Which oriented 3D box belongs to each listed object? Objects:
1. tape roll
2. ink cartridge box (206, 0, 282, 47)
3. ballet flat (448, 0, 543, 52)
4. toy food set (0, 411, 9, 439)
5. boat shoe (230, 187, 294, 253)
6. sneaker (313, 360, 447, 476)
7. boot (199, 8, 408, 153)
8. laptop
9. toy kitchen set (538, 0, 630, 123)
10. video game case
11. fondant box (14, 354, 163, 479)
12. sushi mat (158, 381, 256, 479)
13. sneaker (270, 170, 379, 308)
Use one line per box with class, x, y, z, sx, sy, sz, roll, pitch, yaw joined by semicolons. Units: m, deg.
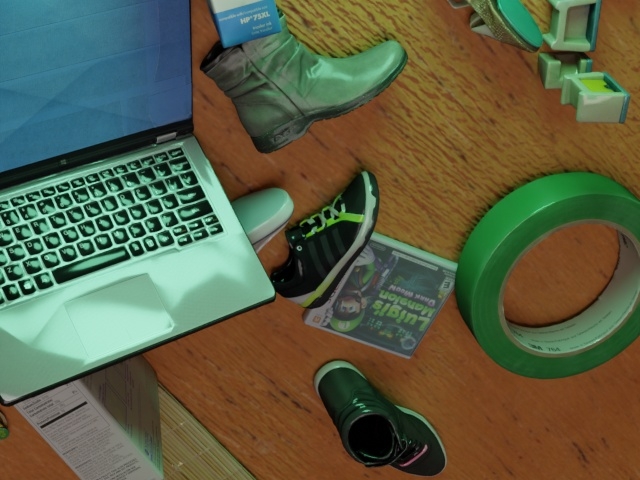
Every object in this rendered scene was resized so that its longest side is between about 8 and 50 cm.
tape roll;0.364;0.056;1.766;0.321;0.077;0.321;-7;120;-13
ink cartridge box;-0.117;-0.364;1.401;0.078;0.134;0.231;-16;121;-4
ballet flat;0.211;-0.315;1.551;0.067;0.073;0.206;-25;123;35
toy food set;-0.505;0.276;1.745;0.082;0.020;0.083;-34;120;8
boat shoe;-0.134;0.020;1.650;0.258;0.095;0.084;-30;125;18
sneaker;0.108;0.317;1.830;0.104;0.147;0.296;-41;120;10
boot;-0.021;-0.233;1.532;0.246;0.083;0.161;-29;115;3
laptop;-0.262;-0.084;1.390;0.382;0.408;0.236;-21;165;-30
toy kitchen set;0.377;-0.279;1.538;0.122;0.166;0.207;-5;120;-10
video game case;0.094;0.081;1.765;0.190;0.022;0.173;20;113;-22
fondant box;-0.339;0.164;1.591;0.096;0.238;0.330;-28;121;6
sushi mat;-0.221;0.357;1.853;0.151;0.019;0.316;-34;120;9
sneaker;0.000;0.000;1.662;0.097;0.084;0.235;20;113;-21
